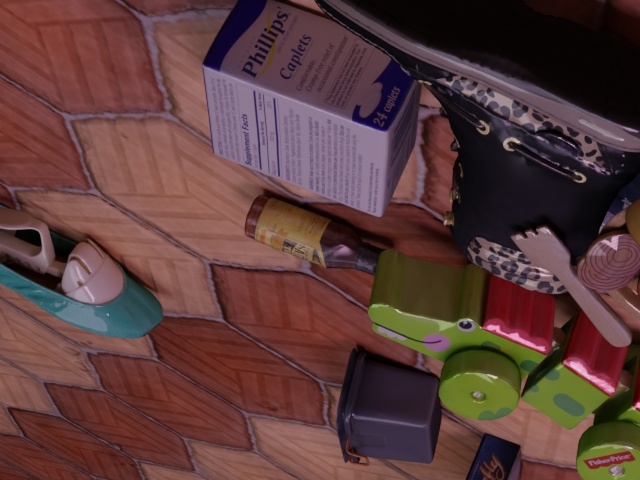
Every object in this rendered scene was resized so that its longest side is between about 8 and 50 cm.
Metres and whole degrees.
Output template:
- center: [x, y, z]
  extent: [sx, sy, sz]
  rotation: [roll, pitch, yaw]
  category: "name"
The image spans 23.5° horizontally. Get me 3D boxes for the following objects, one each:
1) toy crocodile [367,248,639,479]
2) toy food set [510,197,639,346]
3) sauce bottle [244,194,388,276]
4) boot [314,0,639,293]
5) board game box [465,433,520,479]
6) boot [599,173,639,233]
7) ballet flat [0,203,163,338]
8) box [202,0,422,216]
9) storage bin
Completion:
- center: [0.194, 0.099, 1.220]
  extent: [0.340, 0.115, 0.105]
  rotation: [28, 136, -8]
  category: "toy crocodile"
- center: [0.215, 0.021, 0.891]
  extent: [0.192, 0.038, 0.132]
  rotation: [-20, 125, 41]
  category: "toy food set"
- center: [0.000, 0.000, 1.295]
  extent: [0.128, 0.042, 0.042]
  rotation: [21, 155, 14]
  category: "sauce bottle"
- center: [0.087, -0.073, 0.950]
  extent: [0.236, 0.085, 0.179]
  rotation: [28, 143, 12]
  category: "boot"
- center: [0.145, 0.341, 1.589]
  extent: [0.042, 0.243, 0.165]
  rotation: [19, 155, 17]
  category: "board game box"
- center: [0.235, -0.024, 0.980]
  extent: [0.190, 0.069, 0.086]
  rotation: [22, 152, 17]
  category: "boot"
- center: [-0.275, 0.025, 1.575]
  extent: [0.247, 0.083, 0.087]
  rotation: [23, 142, 2]
  category: "ballet flat"
- center: [-0.004, -0.094, 1.074]
  extent: [0.137, 0.072, 0.126]
  rotation: [21, 156, 10]
  category: "box"
- center: [0.070, 0.178, 1.533]
  extent: [0.091, 0.098, 0.135]
  rotation: [9, 152, 12]
  category: "storage bin"
